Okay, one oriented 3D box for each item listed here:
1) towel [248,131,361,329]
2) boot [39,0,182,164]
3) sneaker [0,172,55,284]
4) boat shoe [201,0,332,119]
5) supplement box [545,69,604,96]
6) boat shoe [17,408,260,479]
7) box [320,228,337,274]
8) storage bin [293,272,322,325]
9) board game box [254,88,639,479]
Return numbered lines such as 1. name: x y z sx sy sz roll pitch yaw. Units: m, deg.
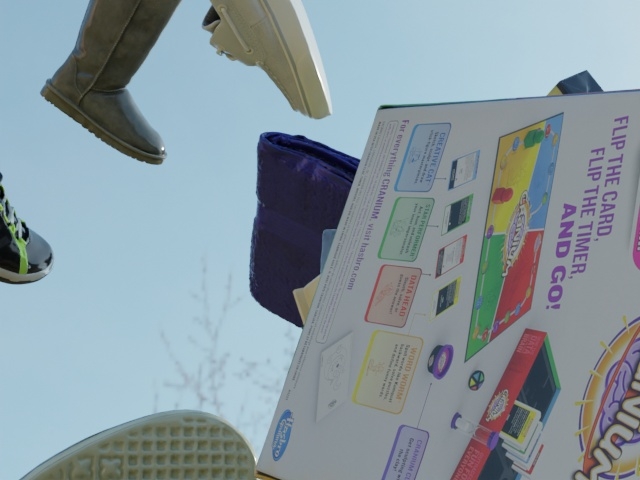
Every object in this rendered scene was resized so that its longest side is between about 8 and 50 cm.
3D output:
1. towel: 0.000 0.000 1.804 0.228 0.076 0.308 28 -49 26
2. boot: -0.219 -0.219 1.466 0.190 0.076 0.208 34 -78 -11
3. sneaker: -0.374 -0.029 1.355 0.097 0.084 0.235 -40 -44 18
4. boat shoe: -0.048 -0.150 0.789 0.063 0.066 0.184 -21 -50 11
5. supplement box: 0.302 -0.141 1.448 0.056 0.083 0.083 -24 -17 -37
6. boat shoe: -0.264 0.340 1.120 0.500 0.187 0.156 -43 -4 -5
7. box: 0.100 0.090 1.468 0.168 0.203 0.167 4 -2 -19
8. storage bin: 0.142 0.126 1.124 0.262 0.260 0.123 -2 -25 -42
9. board game box: 0.108 0.046 0.620 0.064 0.242 0.316 25 -10 -32
